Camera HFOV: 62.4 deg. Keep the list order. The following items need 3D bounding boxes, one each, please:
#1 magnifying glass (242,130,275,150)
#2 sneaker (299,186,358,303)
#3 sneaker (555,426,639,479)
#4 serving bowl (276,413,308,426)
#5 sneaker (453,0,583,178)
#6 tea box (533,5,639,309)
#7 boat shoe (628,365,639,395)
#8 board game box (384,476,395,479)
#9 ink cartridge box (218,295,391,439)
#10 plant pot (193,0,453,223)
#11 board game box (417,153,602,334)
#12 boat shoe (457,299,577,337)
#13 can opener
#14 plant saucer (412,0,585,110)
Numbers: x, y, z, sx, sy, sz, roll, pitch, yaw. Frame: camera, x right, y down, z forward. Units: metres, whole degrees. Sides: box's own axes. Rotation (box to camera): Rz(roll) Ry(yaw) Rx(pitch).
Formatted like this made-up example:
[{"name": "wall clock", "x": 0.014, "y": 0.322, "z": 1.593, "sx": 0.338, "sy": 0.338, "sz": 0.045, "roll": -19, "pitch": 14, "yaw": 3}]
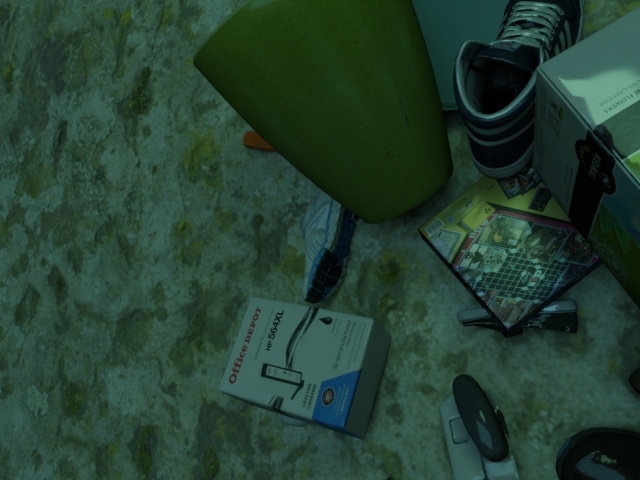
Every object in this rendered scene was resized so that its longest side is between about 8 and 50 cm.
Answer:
[{"name": "magnifying glass", "x": -0.030, "y": -0.154, "z": 0.864, "sx": 0.231, "sy": 0.026, "sz": 0.092, "roll": 13, "pitch": 88, "yaw": 28}, {"name": "sneaker", "x": 0.000, "y": 0.000, "z": 0.799, "sx": 0.083, "sy": 0.071, "sz": 0.190, "roll": 9, "pitch": 77, "yaw": 36}, {"name": "sneaker", "x": 0.384, "y": 0.303, "z": 0.485, "sx": 0.341, "sy": 0.140, "sz": 0.125, "roll": 33, "pitch": 98, "yaw": 30}, {"name": "serving bowl", "x": -0.041, "y": 0.237, "z": 0.794, "sx": 0.083, "sy": 0.027, "sz": 0.083, "roll": -6, "pitch": 77, "yaw": 28}, {"name": "sneaker", "x": 0.229, "y": -0.226, "z": 0.599, "sx": 0.099, "sy": 0.153, "sz": 0.282, "roll": 14, "pitch": 81, "yaw": 29}, {"name": "tea box", "x": 0.418, "y": -0.069, "z": 0.449, "sx": 0.329, "sy": 0.220, "sz": 0.323, "roll": -30, "pitch": 63, "yaw": 9}, {"name": "boat shoe", "x": 0.438, "y": 0.199, "z": 0.503, "sx": 0.095, "sy": 0.095, "sz": 0.257, "roll": -47, "pitch": 63, "yaw": 7}, {"name": "board game box", "x": 0.104, "y": 0.459, "z": 0.675, "sx": 0.136, "sy": 0.030, "sz": 0.259, "roll": 17, "pitch": 89, "yaw": 32}, {"name": "ink cartridge box", "x": -0.022, "y": 0.172, "z": 0.743, "sx": 0.203, "sy": 0.086, "sz": 0.148, "roll": 6, "pitch": 66, "yaw": 29}, {"name": "plant pot", "x": 0.037, "y": -0.176, "z": 0.677, "sx": 0.275, "sy": 0.275, "sz": 0.293, "roll": -29, "pitch": 104, "yaw": 21}, {"name": "board game box", "x": 0.265, "y": -0.026, "z": 0.636, "sx": 0.243, "sy": 0.042, "sz": 0.165, "roll": -38, "pitch": 64, "yaw": 4}, {"name": "boat shoe", "x": 0.241, "y": 0.099, "z": 0.653, "sx": 0.142, "sy": 0.049, "sz": 0.040, "roll": -9, "pitch": 77, "yaw": 25}, {"name": "can opener", "x": 0.187, "y": 0.291, "z": 0.585, "sx": 0.076, "sy": 0.095, "sz": 0.283, "roll": -21, "pitch": 47, "yaw": 18}, {"name": "plant saucer", "x": 0.205, "y": -0.331, "z": 0.754, "sx": 0.318, "sy": 0.044, "sz": 0.317, "roll": -5, "pitch": 78, "yaw": 27}]
